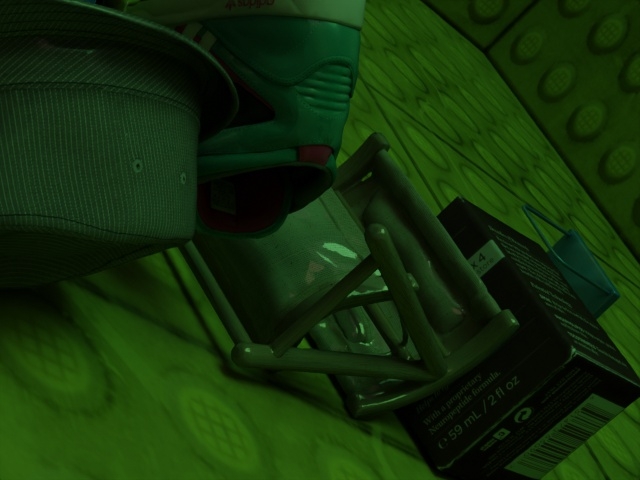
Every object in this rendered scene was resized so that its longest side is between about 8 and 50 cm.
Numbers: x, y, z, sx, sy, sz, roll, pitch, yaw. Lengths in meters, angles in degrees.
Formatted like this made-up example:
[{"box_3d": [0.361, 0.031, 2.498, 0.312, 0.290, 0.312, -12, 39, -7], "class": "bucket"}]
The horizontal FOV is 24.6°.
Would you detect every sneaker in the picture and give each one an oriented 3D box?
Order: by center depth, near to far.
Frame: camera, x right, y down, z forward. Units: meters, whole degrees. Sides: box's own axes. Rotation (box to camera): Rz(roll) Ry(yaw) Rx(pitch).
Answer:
[{"box_3d": [-0.077, -0.091, 1.110, 0.123, 0.179, 0.295, 6, -2, -36], "class": "sneaker"}]

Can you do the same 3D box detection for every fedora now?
[{"box_3d": [-0.172, -0.043, 0.905, 0.275, 0.243, 0.124, 23, 56, -64], "class": "fedora"}]

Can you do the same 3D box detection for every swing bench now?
[{"box_3d": [0.000, 0.000, 1.253, 0.254, 0.165, 0.253, 33, 19, -53], "class": "swing bench"}]

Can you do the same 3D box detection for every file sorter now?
[{"box_3d": [0.216, 0.063, 1.614, 0.104, 0.170, 0.118, 29, 23, -35], "class": "file sorter"}]

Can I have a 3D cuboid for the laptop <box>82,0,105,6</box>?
[{"box_3d": [-0.255, -0.193, 0.925, 0.234, 0.137, 0.264, 10, -15, -5], "class": "laptop"}]

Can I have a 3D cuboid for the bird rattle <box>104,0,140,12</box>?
[{"box_3d": [-0.251, -0.195, 1.112, 0.207, 0.143, 0.253, 4, 39, -43], "class": "bird rattle"}]

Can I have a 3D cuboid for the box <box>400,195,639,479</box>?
[{"box_3d": [0.160, 0.103, 1.376, 0.167, 0.168, 0.203, 26, 25, -51], "class": "box"}]
